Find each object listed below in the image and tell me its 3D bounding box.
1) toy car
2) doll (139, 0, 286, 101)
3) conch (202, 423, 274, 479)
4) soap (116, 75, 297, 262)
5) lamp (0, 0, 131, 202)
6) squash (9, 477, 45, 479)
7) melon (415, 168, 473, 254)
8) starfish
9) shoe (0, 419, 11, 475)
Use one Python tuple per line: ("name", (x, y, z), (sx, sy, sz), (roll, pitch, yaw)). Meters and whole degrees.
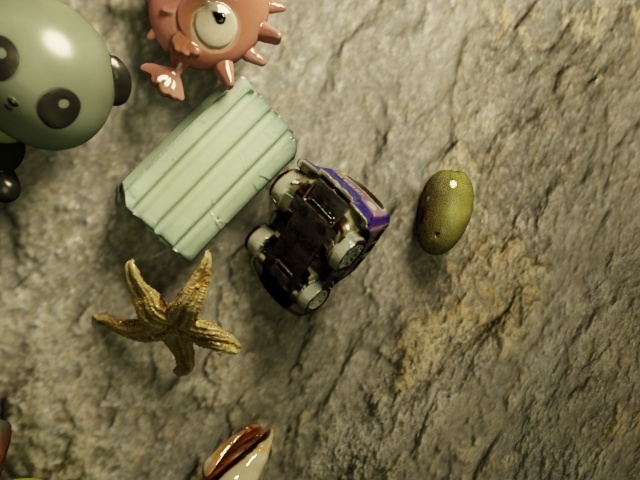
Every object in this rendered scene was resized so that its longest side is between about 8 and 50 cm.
("toy car", (0.000, 0.000, 0.994), (0.158, 0.172, 0.235), (-7, 137, -53))
("doll", (-0.156, -0.313, 0.847), (0.211, 0.093, 0.262), (34, 82, -11))
("conch", (-0.149, 0.409, 1.108), (0.104, 0.094, 0.176), (37, 84, 9))
("soap", (-0.169, -0.105, 0.928), (0.261, 0.094, 0.150), (-45, 115, -4))
("lamp", (-0.370, -0.181, 0.757), (0.244, 0.198, 0.197), (-46, 120, 5))
("squash", (-0.440, 0.437, 0.964), (0.186, 0.123, 0.123), (40, 88, -31))
("melon", (0.224, -0.050, 1.123), (0.099, 0.099, 0.162), (4, 107, -26))
("starfish", (-0.232, 0.123, 0.953), (0.235, 0.062, 0.277), (16, 130, -5))
("shoe", (-0.553, 0.353, 0.883), (0.137, 0.114, 0.291), (36, 100, -28))
